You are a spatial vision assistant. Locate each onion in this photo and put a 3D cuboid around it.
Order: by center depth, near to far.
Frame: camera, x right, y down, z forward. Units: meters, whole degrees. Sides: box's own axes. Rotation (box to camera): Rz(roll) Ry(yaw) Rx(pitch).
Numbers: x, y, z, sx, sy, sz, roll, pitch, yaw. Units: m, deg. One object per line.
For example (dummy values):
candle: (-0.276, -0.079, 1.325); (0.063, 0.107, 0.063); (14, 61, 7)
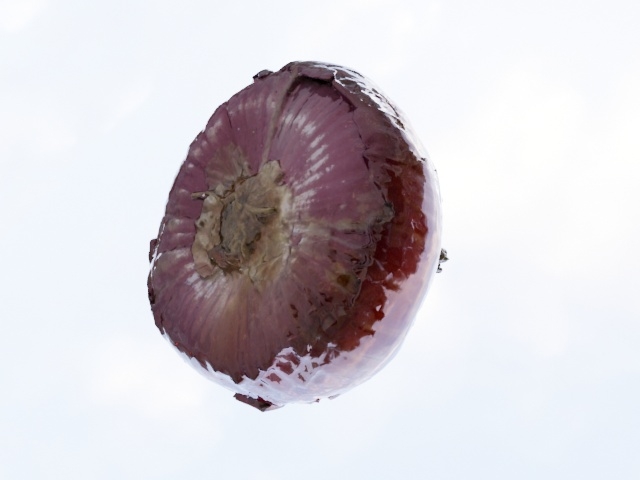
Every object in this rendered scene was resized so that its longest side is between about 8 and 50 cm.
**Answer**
onion: (0.000, 0.000, 0.968); (0.230, 0.163, 0.230); (-12, -108, 42)
